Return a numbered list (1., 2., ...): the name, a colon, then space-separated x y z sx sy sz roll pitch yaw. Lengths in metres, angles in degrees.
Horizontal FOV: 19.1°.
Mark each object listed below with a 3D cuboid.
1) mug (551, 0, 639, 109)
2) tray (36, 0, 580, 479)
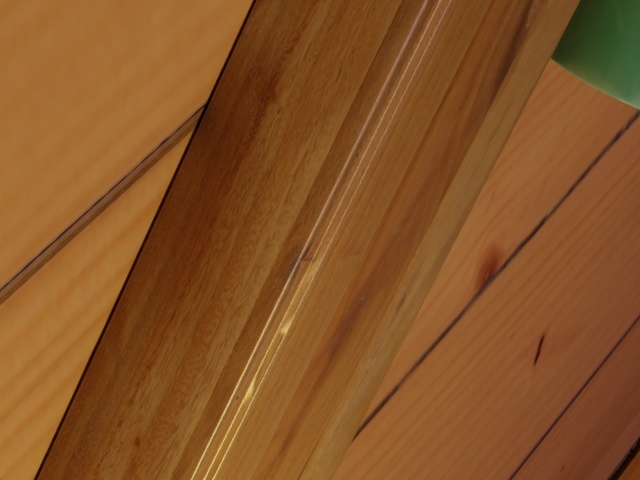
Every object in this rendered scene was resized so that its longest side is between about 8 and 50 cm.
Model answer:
1. mug: 0.198 -0.139 1.108 0.129 0.158 0.097 4 117 -42
2. tray: 0.000 0.000 0.877 0.203 0.076 0.411 -15 133 -64
